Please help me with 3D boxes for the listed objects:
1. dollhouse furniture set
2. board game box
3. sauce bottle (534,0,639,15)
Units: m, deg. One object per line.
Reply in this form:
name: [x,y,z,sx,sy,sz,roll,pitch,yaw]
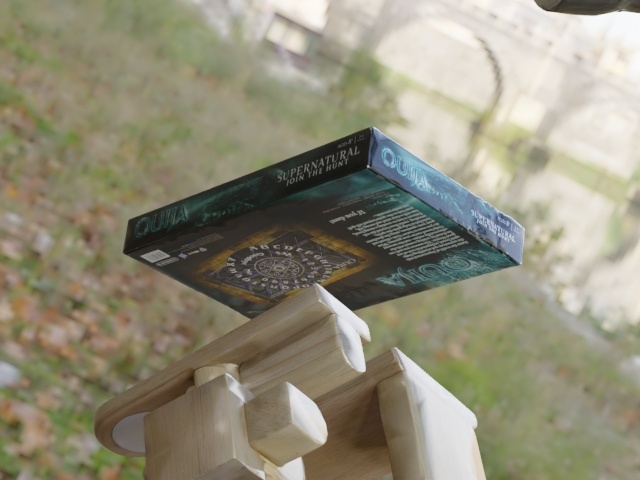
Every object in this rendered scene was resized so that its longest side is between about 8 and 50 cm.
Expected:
dollhouse furniture set: [-0.023,0.113,0.593,0.144,0.123,0.151,42,28,-41]
board game box: [0.000,0.000,0.971,0.186,0.026,0.126,-18,-36,40]
sauce bottle: [0.252,-0.110,0.700,0.344,0.111,0.111,5,12,-15]
